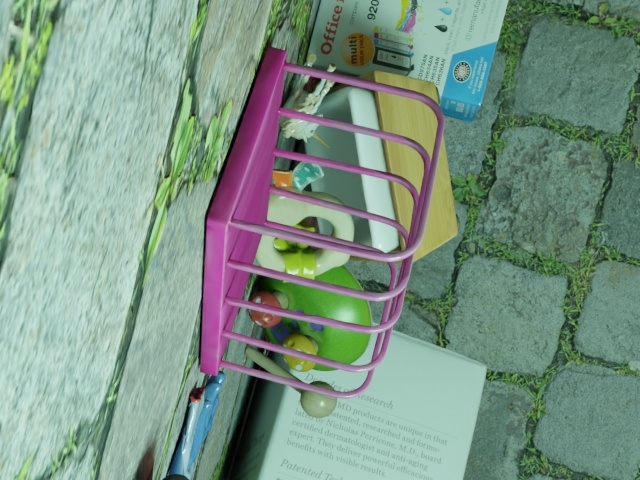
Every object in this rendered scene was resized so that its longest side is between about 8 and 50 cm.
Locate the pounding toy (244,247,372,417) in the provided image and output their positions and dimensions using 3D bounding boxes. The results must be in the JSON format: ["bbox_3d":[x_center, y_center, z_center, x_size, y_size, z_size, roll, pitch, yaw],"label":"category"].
[{"bbox_3d":[-0.041,0.133,1.671,0.110,0.183,0.236,-31,146,-49],"label":"pounding toy"}]

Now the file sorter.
[{"bbox_3d":[0.000,0.000,1.182,0.290,0.182,0.202,101,4,-57],"label":"file sorter"}]

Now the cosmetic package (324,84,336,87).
[{"bbox_3d":[0.085,-0.339,1.831,0.107,0.127,0.237,84,22,-85],"label":"cosmetic package"}]

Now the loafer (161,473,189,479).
[{"bbox_3d":[-0.123,0.355,1.086,0.133,0.130,0.365,-72,176,-54],"label":"loafer"}]

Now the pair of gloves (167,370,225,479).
[{"bbox_3d":[-0.136,0.224,1.301,0.198,0.023,0.159,-59,163,-84],"label":"pair of gloves"}]

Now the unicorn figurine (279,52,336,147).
[{"bbox_3d":[-0.018,-0.157,1.421,0.111,0.060,0.162,-62,168,22],"label":"unicorn figurine"}]

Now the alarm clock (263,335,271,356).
[{"bbox_3d":[-0.060,0.100,1.931,0.129,0.064,0.192,96,12,-75],"label":"alarm clock"}]

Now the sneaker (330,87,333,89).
[{"bbox_3d":[0.055,-0.288,2.022,0.121,0.099,0.262,87,9,-58],"label":"sneaker"}]

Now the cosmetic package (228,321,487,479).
[{"bbox_3d":[0.039,0.372,2.045,0.329,0.328,0.393,128,-20,-65],"label":"cosmetic package"}]

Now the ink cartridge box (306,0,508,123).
[{"bbox_3d":[0.114,-0.273,1.605,0.168,0.233,0.171,14,90,-86],"label":"ink cartridge box"}]

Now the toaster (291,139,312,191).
[{"bbox_3d":[0.027,-0.115,1.805,0.227,0.129,0.146,72,30,-83],"label":"toaster"}]

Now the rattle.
[{"bbox_3d":[-0.035,-0.057,1.459,0.142,0.130,0.199,-88,161,-44],"label":"rattle"}]

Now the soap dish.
[{"bbox_3d":[0.071,-0.089,1.543,0.291,0.118,0.228,-179,-101,-76],"label":"soap dish"}]
